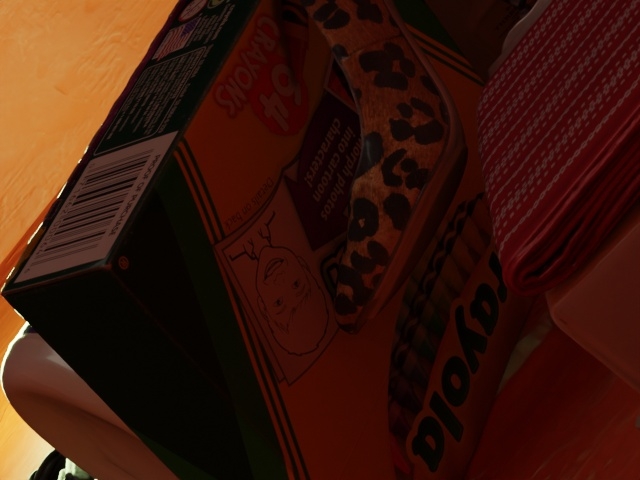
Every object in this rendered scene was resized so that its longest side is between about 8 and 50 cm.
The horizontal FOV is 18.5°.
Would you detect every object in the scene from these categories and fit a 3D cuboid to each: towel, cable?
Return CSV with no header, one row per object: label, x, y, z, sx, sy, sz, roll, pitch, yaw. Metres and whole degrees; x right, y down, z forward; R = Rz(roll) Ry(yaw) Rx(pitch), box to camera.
towel,0.151,-0.094,0.997,0.199,0.031,0.275,-51,13,19
cable,-0.277,0.279,2.011,0.150,0.047,0.184,-55,17,10

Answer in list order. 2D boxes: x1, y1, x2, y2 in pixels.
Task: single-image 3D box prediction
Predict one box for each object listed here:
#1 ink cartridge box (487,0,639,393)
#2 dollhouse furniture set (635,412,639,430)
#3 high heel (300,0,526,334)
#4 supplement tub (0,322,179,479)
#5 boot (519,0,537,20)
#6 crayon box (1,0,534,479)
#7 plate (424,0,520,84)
ink cartridge box,0.250,-0.091,1.064,0.279,0.160,0.385,-48,16,18
dollhouse furniture set,0.172,0.164,0.779,0.151,0.123,0.144,-56,15,-16
high heel,0.003,-0.089,1.193,0.093,0.186,0.261,38,-107,-80
supplement tub,-0.074,0.039,1.569,0.331,0.241,0.241,-58,16,-22
boot,0.241,-0.171,1.348,0.258,0.123,0.095,-31,26,53
crayon box,0.000,0.000,1.278,0.106,0.313,0.363,-14,37,41
plate,0.141,-0.180,1.480,0.277,0.278,0.045,-50,48,8
